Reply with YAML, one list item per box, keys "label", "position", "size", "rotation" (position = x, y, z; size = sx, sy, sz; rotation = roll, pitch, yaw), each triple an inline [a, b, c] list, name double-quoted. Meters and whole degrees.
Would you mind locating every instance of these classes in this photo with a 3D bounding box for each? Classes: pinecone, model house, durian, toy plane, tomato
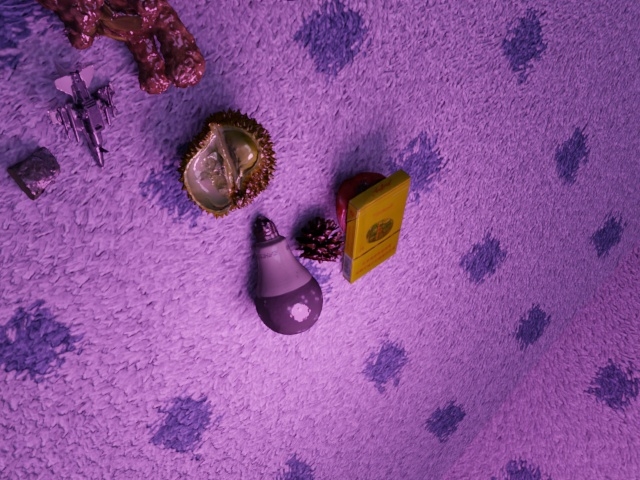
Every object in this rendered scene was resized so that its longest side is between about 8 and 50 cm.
- label: "pinecone"
  position: [0.000, 0.001, 1.527]
  size: [0.140, 0.140, 0.121]
  rotation: [18, 73, -37]
- label: "model house"
  position: [-0.567, -0.135, 1.148]
  size: [0.083, 0.066, 0.079]
  rotation: [-46, 119, -29]
- label: "durian"
  position: [-0.200, -0.174, 1.275]
  size: [0.200, 0.176, 0.237]
  rotation: [33, 110, 5]
- label: "toy plane"
  position: [-0.462, -0.244, 1.148]
  size: [0.160, 0.082, 0.234]
  rotation: [-46, 134, -41]
- label: "tomato"
  position: [0.101, -0.111, 1.557]
  size: [0.189, 0.099, 0.173]
  rotation: [-40, 149, -12]

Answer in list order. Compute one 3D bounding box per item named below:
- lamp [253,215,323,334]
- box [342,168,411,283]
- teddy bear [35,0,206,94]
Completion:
- label: "lamp"
  position: [-0.094, 0.102, 1.478]
  size: [0.181, 0.182, 0.314]
  rotation: [-25, 123, -21]
- label: "box"
  position: [0.149, -0.030, 1.571]
  size: [0.187, 0.047, 0.335]
  rotation: [-32, 150, -23]
- label: "teddy bear"
  position: [-0.374, -0.394, 1.044]
  size: [0.222, 0.246, 0.296]
  rotation: [-43, 122, -43]
